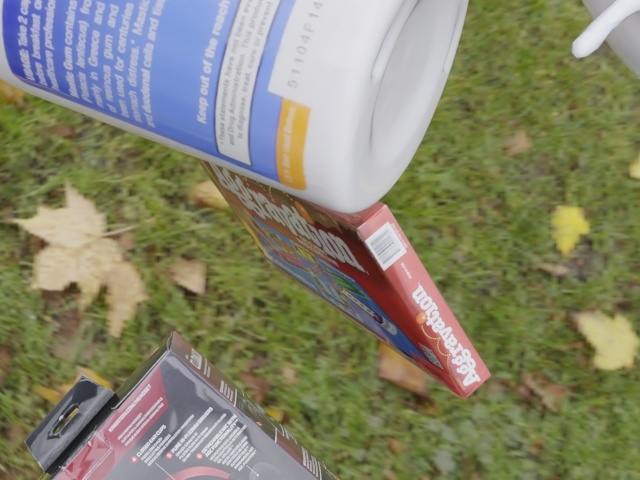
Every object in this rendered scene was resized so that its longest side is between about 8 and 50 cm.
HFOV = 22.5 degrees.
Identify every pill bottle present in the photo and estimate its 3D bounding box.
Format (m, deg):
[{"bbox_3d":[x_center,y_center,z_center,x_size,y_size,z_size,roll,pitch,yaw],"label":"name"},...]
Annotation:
[{"bbox_3d":[-0.077,-0.127,0.792,0.272,0.152,0.152,22,81,16],"label":"pill bottle"}]

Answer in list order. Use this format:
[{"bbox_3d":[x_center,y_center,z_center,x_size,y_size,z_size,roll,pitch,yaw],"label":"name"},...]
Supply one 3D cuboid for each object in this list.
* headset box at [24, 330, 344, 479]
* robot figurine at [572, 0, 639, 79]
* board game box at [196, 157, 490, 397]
[{"bbox_3d":[-0.107,0.232,1.306,0.293,0.110,0.218,41,92,-6],"label":"headset box"},{"bbox_3d":[0.239,-0.145,0.615,0.353,0.200,0.300,-7,78,-24],"label":"robot figurine"},{"bbox_3d":[0.000,0.000,1.072,0.027,0.281,0.145,-39,119,-12],"label":"board game box"}]
